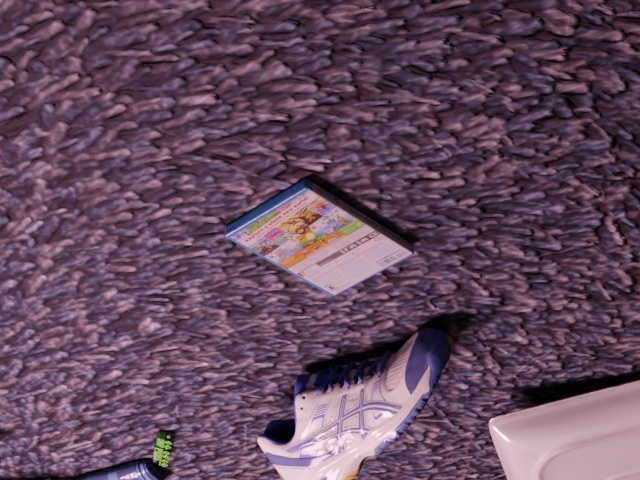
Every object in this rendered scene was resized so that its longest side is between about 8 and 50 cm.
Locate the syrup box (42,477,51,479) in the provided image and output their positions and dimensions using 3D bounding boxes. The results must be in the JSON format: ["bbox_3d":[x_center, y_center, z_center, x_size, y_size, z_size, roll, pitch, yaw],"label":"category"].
[{"bbox_3d":[-0.399,0.454,1.910,0.093,0.096,0.237,-15,133,-16],"label":"syrup box"}]

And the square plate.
[{"bbox_3d":[0.420,0.311,1.774,0.344,0.049,0.347,-15,131,7],"label":"square plate"}]

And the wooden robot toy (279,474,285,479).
[{"bbox_3d":[0.011,0.288,1.788,0.079,0.076,0.173,2,147,-25],"label":"wooden robot toy"}]

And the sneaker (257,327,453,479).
[{"bbox_3d":[0.034,0.194,1.616,0.131,0.112,0.296,40,116,0],"label":"sneaker"}]

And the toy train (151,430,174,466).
[{"bbox_3d":[-0.210,0.278,1.803,0.023,0.017,0.083,13,144,-4],"label":"toy train"}]

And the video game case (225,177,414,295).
[{"bbox_3d":[0.000,0.000,1.419,0.119,0.015,0.166,-29,137,34],"label":"video game case"}]

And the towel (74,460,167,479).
[{"bbox_3d":[-0.275,0.336,1.871,0.119,0.029,0.067,-17,142,20],"label":"towel"}]
